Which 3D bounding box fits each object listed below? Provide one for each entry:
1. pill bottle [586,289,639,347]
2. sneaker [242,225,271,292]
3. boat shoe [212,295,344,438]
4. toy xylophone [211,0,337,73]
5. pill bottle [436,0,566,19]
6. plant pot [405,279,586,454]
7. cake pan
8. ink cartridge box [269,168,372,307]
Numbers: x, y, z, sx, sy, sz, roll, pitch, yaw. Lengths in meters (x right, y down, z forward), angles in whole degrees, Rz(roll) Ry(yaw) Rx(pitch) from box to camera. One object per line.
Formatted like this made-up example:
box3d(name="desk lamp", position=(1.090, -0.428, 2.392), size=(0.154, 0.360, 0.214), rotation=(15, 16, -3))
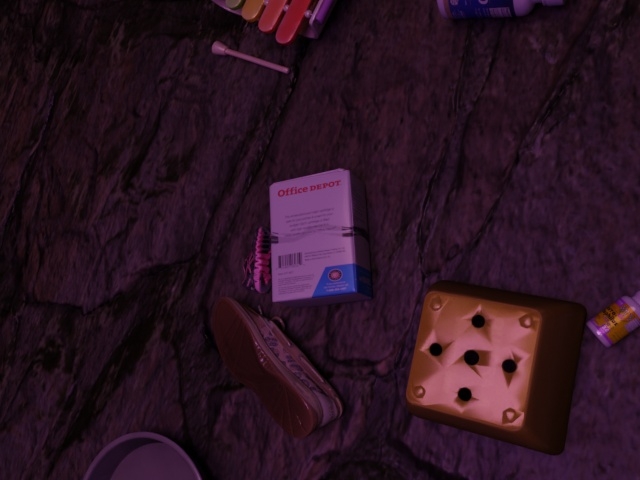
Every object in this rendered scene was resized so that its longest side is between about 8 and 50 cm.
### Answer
box3d(name="pill bottle", position=(0.402, 0.103, 0.825), size=(0.083, 0.043, 0.043), rotation=(-41, 64, 12))
box3d(name="sneaker", position=(-0.116, 0.034, 1.095), size=(0.057, 0.047, 0.119), rotation=(-5, 74, 36))
box3d(name="boat shoe", position=(-0.080, 0.199, 1.021), size=(0.285, 0.089, 0.104), rotation=(48, 126, 29))
box3d(name="toy xylophone", position=(-0.100, -0.452, 1.176), size=(0.323, 0.081, 0.236), rotation=(18, 87, 28))
box3d(name="pill bottle", position=(0.284, -0.406, 0.963), size=(0.187, 0.112, 0.111), rotation=(7, 81, 27))
box3d(name="plant pot", position=(0.218, 0.158, 0.819), size=(0.212, 0.187, 0.212), rotation=(9, 82, 28))
box3d(name="cake pan", position=(-0.298, 0.481, 1.067), size=(0.293, 0.054, 0.293), rotation=(-6, 76, 25))
box3d(name="ink cartridge box", position=(0.000, 0.000, 1.018), size=(0.148, 0.086, 0.203), rotation=(-8, 74, 23))
